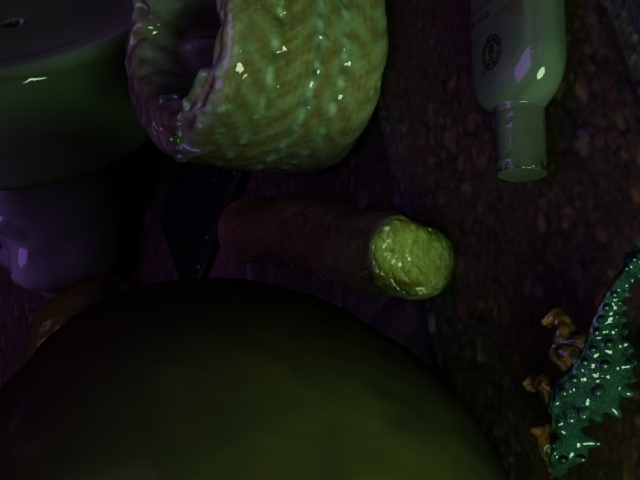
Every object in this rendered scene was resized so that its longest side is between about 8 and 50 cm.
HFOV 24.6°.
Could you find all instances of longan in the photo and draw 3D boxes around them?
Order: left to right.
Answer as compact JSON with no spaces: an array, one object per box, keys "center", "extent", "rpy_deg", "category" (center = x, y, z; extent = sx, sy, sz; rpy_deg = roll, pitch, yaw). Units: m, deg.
[{"center":[-0.049,0.205,0.859],"extent":[0.404,0.336,0.404],"rpy_deg":[53,165,22],"category":"longan"}]

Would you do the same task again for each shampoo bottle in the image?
[{"center":[0.122,-0.119,0.906],"extent":[0.080,0.040,0.165],"rpy_deg":[-23,63,58],"category":"shampoo bottle"}]

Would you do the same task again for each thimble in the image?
[{"center":[-0.057,-0.156,1.149],"extent":[0.229,0.148,0.196],"rpy_deg":[50,127,53],"category":"thimble"}]

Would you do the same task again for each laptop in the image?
[{"center":[-0.109,-0.050,1.368],"extent":[0.180,0.016,0.129],"rpy_deg":[-66,31,32],"category":"laptop"}]

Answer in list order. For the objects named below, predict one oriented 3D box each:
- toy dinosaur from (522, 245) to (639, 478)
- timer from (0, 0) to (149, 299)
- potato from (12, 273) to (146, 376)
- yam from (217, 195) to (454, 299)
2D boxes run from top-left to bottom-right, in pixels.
[{"center":[0.148,0.067,0.801],"extent":[0.055,0.049,0.154],"rpy_deg":[-118,38,-52],"category":"toy dinosaur"},{"center":[-0.284,-0.081,1.504],"extent":[0.291,0.290,0.315],"rpy_deg":[-133,32,-56],"category":"timer"},{"center":[-0.227,0.123,1.421],"extent":[0.200,0.137,0.155],"rpy_deg":[-56,37,44],"category":"potato"},{"center":[0.000,0.000,1.093],"extent":[0.299,0.066,0.066],"rpy_deg":[10,93,65],"category":"yam"}]
